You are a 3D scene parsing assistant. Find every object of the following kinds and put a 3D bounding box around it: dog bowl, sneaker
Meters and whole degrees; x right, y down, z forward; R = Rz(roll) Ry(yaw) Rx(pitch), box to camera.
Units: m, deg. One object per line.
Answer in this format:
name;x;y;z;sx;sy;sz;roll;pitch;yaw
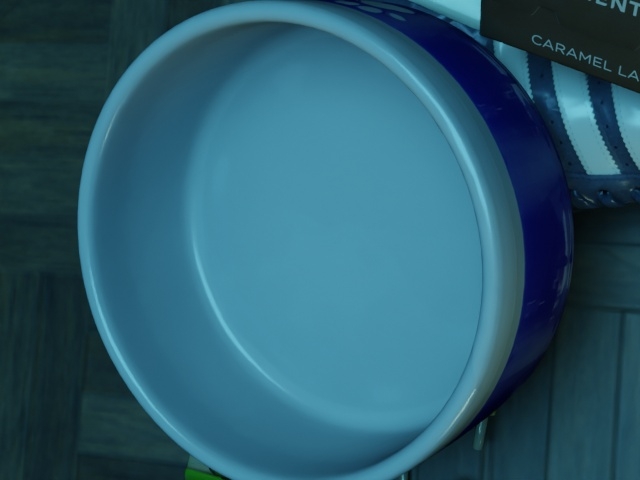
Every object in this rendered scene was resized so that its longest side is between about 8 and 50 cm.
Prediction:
dog bowl;0.000;0.000;0.812;0.265;0.104;0.265;7;103;31
sneaker;0.155;-0.050;0.848;0.350;0.131;0.148;27;102;25

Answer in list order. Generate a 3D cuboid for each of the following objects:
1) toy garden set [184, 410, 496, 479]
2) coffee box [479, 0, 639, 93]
toy garden set;0.014;0.124;0.915;0.204;0.049;0.244;12;90;20
coffee box;0.199;-0.194;0.781;0.141;0.098;0.246;22;55;20
